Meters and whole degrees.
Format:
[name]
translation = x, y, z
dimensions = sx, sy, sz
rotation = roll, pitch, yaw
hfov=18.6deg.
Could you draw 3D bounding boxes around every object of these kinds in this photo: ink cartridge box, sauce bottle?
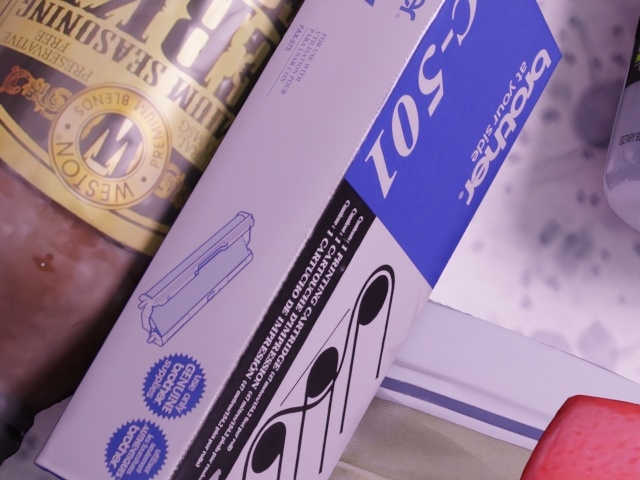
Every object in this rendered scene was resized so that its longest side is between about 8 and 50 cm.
[ink cartridge box]
translation = 0.000, 0.000, 0.608
dimensions = 0.046, 0.097, 0.207
rotation = 24, 79, 27
[sauce bottle]
translation = -0.067, -0.037, 0.628
dimensions = 0.111, 0.111, 0.344
rotation = 33, 76, -12

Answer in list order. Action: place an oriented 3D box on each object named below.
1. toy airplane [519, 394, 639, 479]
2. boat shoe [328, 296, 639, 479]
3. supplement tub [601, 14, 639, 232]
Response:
[toy airplane]
translation = 0.046, 0.280, 0.500
dimensions = 0.386, 0.272, 0.384
rotation = -36, 84, 26
[boat shoe]
translation = 0.132, 0.110, 0.646
dimensions = 0.302, 0.109, 0.094
rotation = 21, 82, 17
[supplement tub]
translation = 0.177, -0.089, 0.709
dimensions = 0.117, 0.117, 0.190
rotation = 17, 79, -16
